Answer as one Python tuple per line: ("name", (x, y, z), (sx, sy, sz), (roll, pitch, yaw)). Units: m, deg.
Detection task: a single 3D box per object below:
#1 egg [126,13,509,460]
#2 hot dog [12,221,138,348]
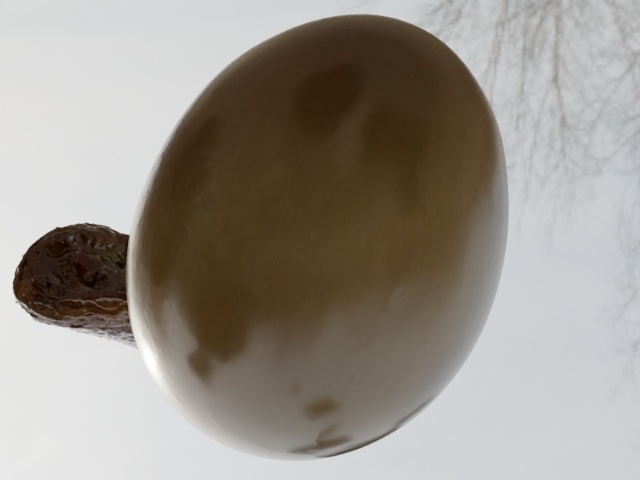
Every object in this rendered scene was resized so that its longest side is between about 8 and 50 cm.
("egg", (0.000, 0.000, 0.807), (0.301, 0.374, 0.301), (20, -161, -7))
("hot dog", (-0.242, 0.059, 1.132), (0.227, 0.099, 0.160), (13, -149, -48))
